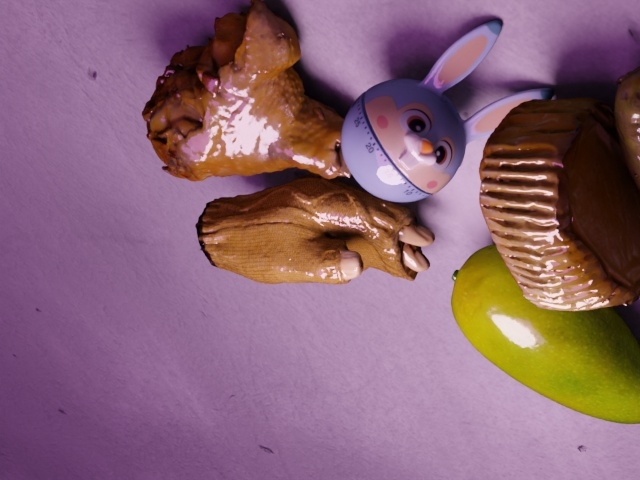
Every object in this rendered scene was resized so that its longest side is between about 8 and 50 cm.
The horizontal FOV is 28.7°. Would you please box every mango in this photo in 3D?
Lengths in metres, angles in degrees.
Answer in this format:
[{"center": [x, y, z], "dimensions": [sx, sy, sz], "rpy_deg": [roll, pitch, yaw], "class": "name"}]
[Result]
[{"center": [0.333, 0.135, 1.720], "dimensions": [0.343, 0.156, 0.192], "rpy_deg": [35, 155, -3], "class": "mango"}]

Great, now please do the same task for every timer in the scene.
[{"center": [0.137, -0.140, 1.554], "dimensions": [0.255, 0.175, 0.175], "rpy_deg": [-22, 115, 45], "class": "timer"}]

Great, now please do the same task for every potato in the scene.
[{"center": [0.418, -0.100, 1.415], "dimensions": [0.149, 0.113, 0.251], "rpy_deg": [-16, 128, 41], "class": "potato"}]

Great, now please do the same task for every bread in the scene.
[{"center": [0.295, -0.042, 1.485], "dimensions": [0.142, 0.227, 0.253], "rpy_deg": [-1, 137, 46], "class": "bread"}]

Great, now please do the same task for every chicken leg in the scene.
[{"center": [-0.054, -0.185, 1.714], "dimensions": [0.410, 0.182, 0.295], "rpy_deg": [18, 126, 14], "class": "chicken leg"}]

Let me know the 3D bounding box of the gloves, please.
[{"center": [-0.007, -0.015, 1.813], "dimensions": [0.357, 0.203, 0.155], "rpy_deg": [7, 108, 19], "class": "gloves"}]
